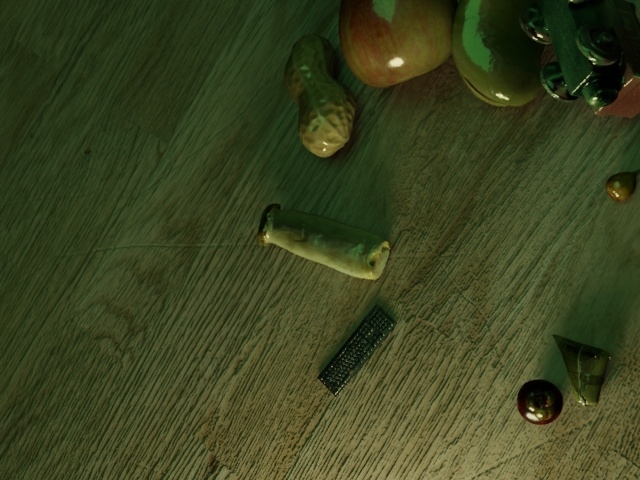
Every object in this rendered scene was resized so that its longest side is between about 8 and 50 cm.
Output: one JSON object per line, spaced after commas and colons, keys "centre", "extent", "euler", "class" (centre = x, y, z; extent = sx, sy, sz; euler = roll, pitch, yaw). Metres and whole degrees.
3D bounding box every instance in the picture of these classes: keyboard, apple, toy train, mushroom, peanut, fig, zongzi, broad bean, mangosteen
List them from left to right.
{"centre": [-0.002, -0.321, 1.904], "extent": [0.136, 0.120, 0.298], "euler": [-16, 67, 1], "class": "peanut"}
{"centre": [0.000, 0.000, 1.843], "extent": [0.312, 0.081, 0.099], "euler": [18, 90, 29], "class": "mushroom"}
{"centre": [0.072, 0.223, 1.778], "extent": [0.064, 0.010, 0.198], "euler": [43, 100, 30], "class": "keyboard"}
{"centre": [0.150, -0.437, 1.749], "extent": [0.257, 0.257, 0.233], "euler": [-21, 109, 25], "class": "apple"}
{"centre": [0.339, -0.384, 1.675], "extent": [0.189, 0.121, 0.262], "euler": [-2, 92, -9], "class": "broad bean"}
{"centre": [0.381, 0.282, 1.539], "extent": [0.081, 0.081, 0.080], "euler": [-8, 73, 29], "class": "mangosteen"}
{"centre": [0.441, 0.228, 1.539], "extent": [0.113, 0.052, 0.103], "euler": [17, 92, 46], "class": "zongzi"}
{"centre": [0.496, -0.362, 1.563], "extent": [0.150, 0.222, 0.304], "euler": [128, 138, -54], "class": "toy train"}
{"centre": [0.547, -0.104, 1.564], "extent": [0.083, 0.050, 0.050], "euler": [-31, 62, 1], "class": "fig"}
